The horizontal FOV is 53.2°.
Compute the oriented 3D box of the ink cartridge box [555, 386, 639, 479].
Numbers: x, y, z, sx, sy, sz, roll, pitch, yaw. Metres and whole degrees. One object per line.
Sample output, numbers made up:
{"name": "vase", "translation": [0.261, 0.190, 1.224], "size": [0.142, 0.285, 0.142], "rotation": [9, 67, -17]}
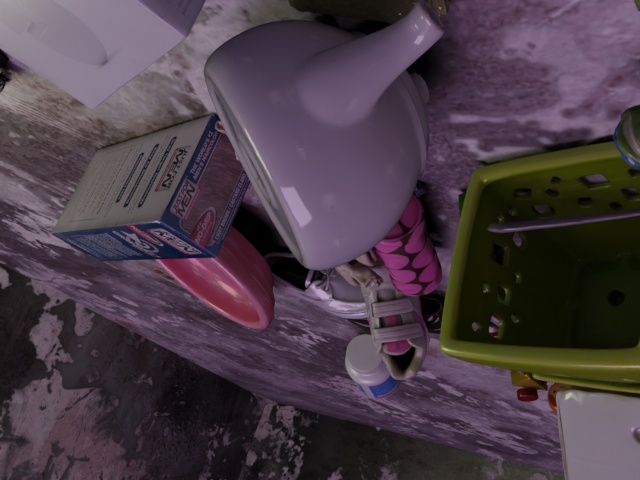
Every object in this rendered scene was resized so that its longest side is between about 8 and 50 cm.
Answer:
{"name": "ink cartridge box", "translation": [0.512, 0.232, 0.765], "size": [0.384, 0.160, 0.279], "rotation": [-3, 176, -37]}

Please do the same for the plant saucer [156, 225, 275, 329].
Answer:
{"name": "plant saucer", "translation": [-0.211, 0.035, 1.209], "size": [0.332, 0.084, 0.332], "rotation": [32, 157, 16]}

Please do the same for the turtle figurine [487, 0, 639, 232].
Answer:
{"name": "turtle figurine", "translation": [0.232, -0.109, 0.387], "size": [0.274, 0.198, 0.266], "rotation": [21, 155, -12]}

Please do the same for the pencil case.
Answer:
{"name": "pencil case", "translation": [0.119, 0.001, 0.907], "size": [0.095, 0.098, 0.209], "rotation": [-29, 148, 1]}

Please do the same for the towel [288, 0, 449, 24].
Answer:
{"name": "towel", "translation": [0.030, -0.225, 0.523], "size": [0.148, 0.027, 0.110], "rotation": [12, 158, 19]}

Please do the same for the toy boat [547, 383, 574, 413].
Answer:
{"name": "toy boat", "translation": [0.418, 0.219, 1.067], "size": [0.231, 0.151, 0.151], "rotation": [23, 160, -6]}

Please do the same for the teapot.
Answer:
{"name": "teapot", "translation": [0.018, -0.105, 0.617], "size": [0.256, 0.187, 0.252], "rotation": [51, 167, 52]}

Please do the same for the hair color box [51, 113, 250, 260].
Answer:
{"name": "hair color box", "translation": [-0.258, -0.066, 0.969], "size": [0.347, 0.174, 0.105], "rotation": [-3, 149, 47]}

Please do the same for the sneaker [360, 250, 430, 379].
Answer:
{"name": "sneaker", "translation": [0.131, 0.132, 1.082], "size": [0.103, 0.111, 0.252], "rotation": [-15, 117, 16]}

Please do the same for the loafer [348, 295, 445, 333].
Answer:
{"name": "loafer", "translation": [0.139, 0.119, 1.201], "size": [0.220, 0.080, 0.078], "rotation": [2, 149, 19]}

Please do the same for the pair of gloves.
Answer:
{"name": "pair of gloves", "translation": [0.000, 0.000, 0.958], "size": [0.204, 0.042, 0.240], "rotation": [36, 172, 18]}

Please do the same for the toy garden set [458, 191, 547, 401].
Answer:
{"name": "toy garden set", "translation": [0.249, 0.081, 0.835], "size": [0.049, 0.204, 0.244], "rotation": [-14, 145, 26]}

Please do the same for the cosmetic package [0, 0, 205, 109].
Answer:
{"name": "cosmetic package", "translation": [-0.225, -0.253, 0.534], "size": [0.224, 0.138, 0.224], "rotation": [33, 156, -31]}

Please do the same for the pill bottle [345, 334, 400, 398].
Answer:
{"name": "pill bottle", "translation": [0.130, 0.312, 1.597], "size": [0.124, 0.124, 0.221], "rotation": [13, 158, 19]}

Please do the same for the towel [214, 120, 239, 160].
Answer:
{"name": "towel", "translation": [-0.044, -0.086, 0.832], "size": [0.197, 0.029, 0.144], "rotation": [33, -173, -29]}

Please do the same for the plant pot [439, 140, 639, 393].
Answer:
{"name": "plant pot", "translation": [0.291, 0.046, 0.683], "size": [0.207, 0.228, 0.227], "rotation": [27, 159, -37]}

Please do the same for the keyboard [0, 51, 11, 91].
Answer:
{"name": "keyboard", "translation": [-0.522, -0.250, 0.955], "size": [0.100, 0.038, 0.192], "rotation": [35, 155, -33]}

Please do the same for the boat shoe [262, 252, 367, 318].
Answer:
{"name": "boat shoe", "translation": [0.000, 0.080, 1.195], "size": [0.258, 0.095, 0.084], "rotation": [9, 160, 26]}
